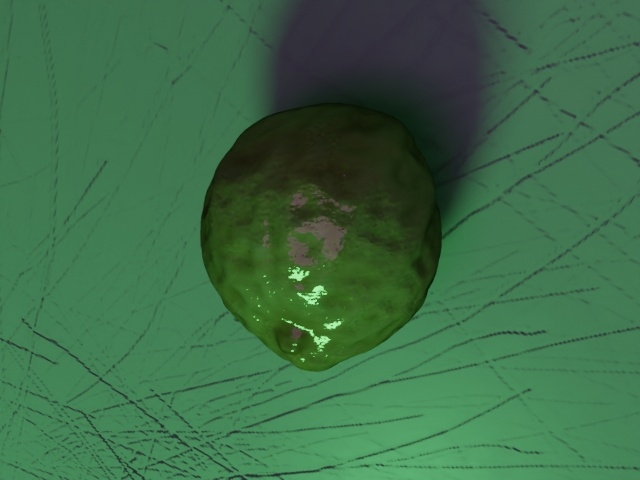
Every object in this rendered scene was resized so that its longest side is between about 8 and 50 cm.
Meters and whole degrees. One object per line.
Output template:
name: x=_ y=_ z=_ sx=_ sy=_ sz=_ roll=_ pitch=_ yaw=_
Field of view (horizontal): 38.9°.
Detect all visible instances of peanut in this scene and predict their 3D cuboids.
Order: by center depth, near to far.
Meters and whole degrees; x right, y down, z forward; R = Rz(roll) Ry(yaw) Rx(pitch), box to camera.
peanut: x=0.000 y=0.000 z=0.529 sx=0.140 sy=0.109 sz=0.159 roll=11 pitch=113 yaw=35
